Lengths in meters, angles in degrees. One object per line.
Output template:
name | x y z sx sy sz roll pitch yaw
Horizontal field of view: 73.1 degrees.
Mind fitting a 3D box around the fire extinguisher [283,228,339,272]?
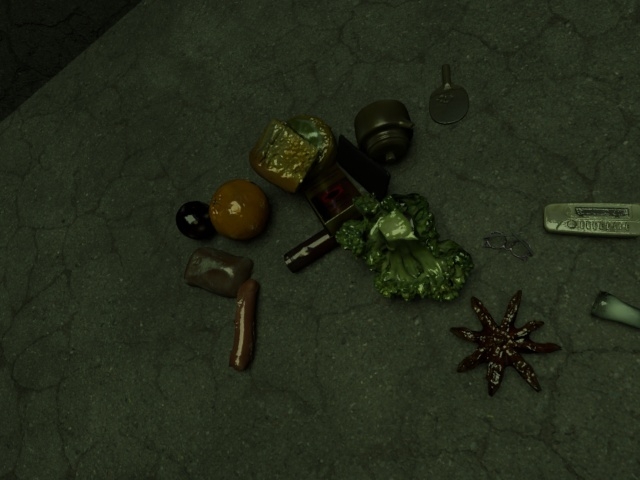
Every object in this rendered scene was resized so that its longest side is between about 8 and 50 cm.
fire extinguisher | 0.000 0.000 1.414 0.267 0.072 0.089 -33 67 6

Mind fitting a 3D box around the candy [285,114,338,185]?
candy | -0.064 -0.319 1.542 0.259 0.118 0.260 -6 74 20

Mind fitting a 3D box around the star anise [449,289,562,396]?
star anise | 0.480 0.265 1.128 0.287 0.088 0.289 -6 67 16

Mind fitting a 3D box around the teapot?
teapot | 0.203 -0.326 1.409 0.267 0.185 0.176 -35 55 48

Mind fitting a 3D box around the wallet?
wallet | 0.136 -0.241 1.431 0.025 0.124 0.244 -29 59 -24

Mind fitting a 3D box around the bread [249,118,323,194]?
bread | -0.140 -0.280 1.418 0.262 0.162 0.204 42 108 37

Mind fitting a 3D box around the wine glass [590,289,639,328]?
wine glass | 0.764 0.183 1.065 0.155 0.072 0.072 23 79 25

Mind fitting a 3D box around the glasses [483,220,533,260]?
glasses | 0.529 -0.003 1.202 0.139 0.104 0.063 25 78 23

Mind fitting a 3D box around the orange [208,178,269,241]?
orange | -0.283 -0.106 1.501 0.219 0.193 0.220 -1 86 25

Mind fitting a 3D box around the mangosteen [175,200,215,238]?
mangosteen | -0.455 -0.067 1.580 0.152 0.152 0.153 -7 68 18

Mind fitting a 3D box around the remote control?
remote control | 0.735 -0.055 1.175 0.230 0.049 0.090 3 71 22

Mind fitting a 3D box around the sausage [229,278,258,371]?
sausage | -0.246 0.268 1.403 0.078 0.078 0.305 -4 69 19

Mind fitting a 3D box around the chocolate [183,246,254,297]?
chocolate | -0.370 0.103 1.508 0.261 0.083 0.161 10 76 23

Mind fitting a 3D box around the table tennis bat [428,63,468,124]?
table tennis bat | 0.436 -0.501 1.477 0.130 0.022 0.235 -4 71 20

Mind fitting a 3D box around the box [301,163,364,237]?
box | 0.044 -0.138 1.409 0.159 0.071 0.240 -31 42 1

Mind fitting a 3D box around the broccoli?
broccoli | 0.225 0.012 1.224 0.277 0.317 0.339 -36 37 9
